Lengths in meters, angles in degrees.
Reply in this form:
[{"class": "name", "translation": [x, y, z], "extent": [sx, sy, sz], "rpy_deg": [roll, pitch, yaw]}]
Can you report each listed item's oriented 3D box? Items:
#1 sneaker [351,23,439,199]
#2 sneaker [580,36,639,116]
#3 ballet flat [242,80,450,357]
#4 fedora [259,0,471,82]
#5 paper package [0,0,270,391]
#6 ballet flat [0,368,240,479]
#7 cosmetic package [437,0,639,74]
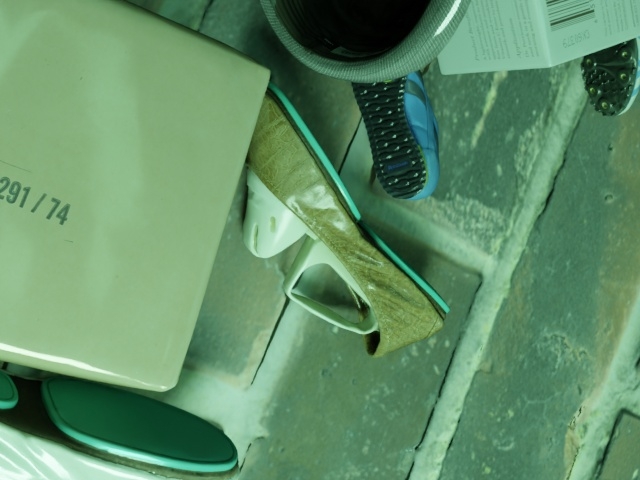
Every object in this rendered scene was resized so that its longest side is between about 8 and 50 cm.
[{"class": "sneaker", "translation": [0.085, -0.146, 1.158], "extent": [0.082, 0.069, 0.209], "rpy_deg": [-19, 98, -63]}, {"class": "sneaker", "translation": [0.369, -0.268, 1.304], "extent": [0.086, 0.085, 0.237], "rpy_deg": [-6, 102, -39]}, {"class": "ballet flat", "translation": [0.000, 0.000, 1.102], "extent": [0.124, 0.116, 0.342], "rpy_deg": [-40, 120, -1]}, {"class": "fedora", "translation": [0.060, -0.288, 1.034], "extent": [0.124, 0.244, 0.275], "rpy_deg": [-32, 146, -53]}, {"class": "paper package", "translation": [-0.247, -0.061, 0.889], "extent": [0.325, 0.168, 0.309], "rpy_deg": [20, 85, -32]}, {"class": "ballet flat", "translation": [-0.267, 0.179, 0.944], "extent": [0.400, 0.139, 0.139], "rpy_deg": [22, 84, -28]}, {"class": "cosmetic package", "translation": [0.221, -0.269, 1.148], "extent": [0.151, 0.184, 0.151], "rpy_deg": [-22, 107, -27]}]
